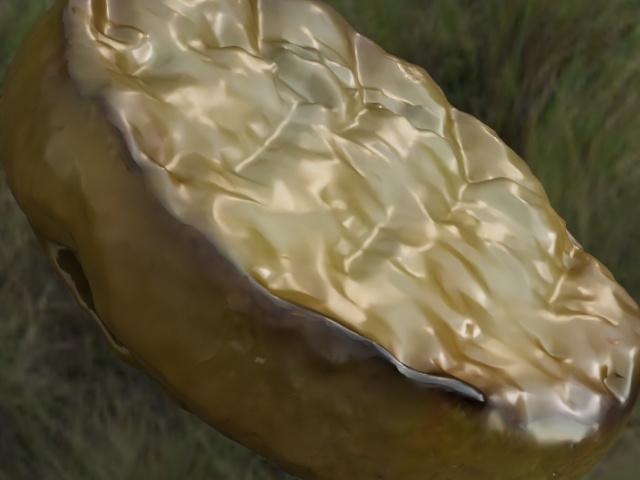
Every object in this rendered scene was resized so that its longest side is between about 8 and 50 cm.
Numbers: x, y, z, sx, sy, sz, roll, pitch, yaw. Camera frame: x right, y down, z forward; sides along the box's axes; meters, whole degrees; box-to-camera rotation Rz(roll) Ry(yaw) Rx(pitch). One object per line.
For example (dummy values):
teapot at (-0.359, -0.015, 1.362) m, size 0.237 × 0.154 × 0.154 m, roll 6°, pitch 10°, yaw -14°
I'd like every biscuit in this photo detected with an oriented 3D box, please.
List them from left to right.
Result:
biscuit at (0.000, 0.000, 0.781) m, size 0.296 × 0.102 × 0.296 m, roll 30°, pitch 26°, yaw -16°
